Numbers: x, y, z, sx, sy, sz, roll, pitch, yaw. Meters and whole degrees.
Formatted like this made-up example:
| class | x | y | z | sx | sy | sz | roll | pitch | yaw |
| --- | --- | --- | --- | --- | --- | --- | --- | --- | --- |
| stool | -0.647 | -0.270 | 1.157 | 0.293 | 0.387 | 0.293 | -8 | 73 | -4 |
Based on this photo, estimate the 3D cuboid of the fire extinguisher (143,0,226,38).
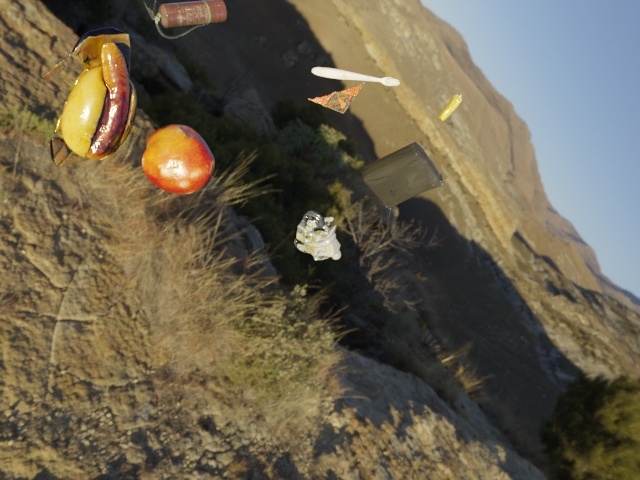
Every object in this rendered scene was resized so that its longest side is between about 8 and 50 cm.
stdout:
| class | x | y | z | sx | sy | sz | roll | pitch | yaw |
| --- | --- | --- | --- | --- | --- | --- | --- | --- | --- |
| fire extinguisher | -0.269 | -0.445 | 0.932 | 0.157 | 0.078 | 0.045 | -21 | 53 | -27 |

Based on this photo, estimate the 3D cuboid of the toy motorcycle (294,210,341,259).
| class | x | y | z | sx | sy | sz | roll | pitch | yaw |
| --- | --- | --- | --- | --- | --- | --- | --- | --- | --- |
| toy motorcycle | 0.000 | 0.000 | 1.381 | 0.152 | 0.225 | 0.073 | 32 | 60 | 3 |

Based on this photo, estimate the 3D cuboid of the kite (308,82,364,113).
| class | x | y | z | sx | sy | sz | roll | pitch | yaw |
| --- | --- | --- | --- | --- | --- | --- | --- | --- | --- |
| kite | 0.071 | -0.516 | 1.734 | 0.008 | 0.222 | 0.125 | 71 | 5 | -57 |

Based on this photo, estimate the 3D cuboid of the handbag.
| class | x | y | z | sx | sy | sz | roll | pitch | yaw |
| --- | --- | --- | --- | --- | --- | --- | --- | --- | --- |
| handbag | 0.295 | -0.220 | 1.683 | 0.223 | 0.247 | 0.080 | 42 | 37 | -38 |

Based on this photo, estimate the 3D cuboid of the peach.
| class | x | y | z | sx | sy | sz | roll | pitch | yaw |
| --- | --- | --- | --- | --- | --- | --- | --- | --- | --- |
| peach | -0.478 | -0.275 | 1.589 | 0.243 | 0.243 | 0.199 | 57 | -4 | -1 |

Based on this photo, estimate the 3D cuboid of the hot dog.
| class | x | y | z | sx | sy | sz | roll | pitch | yaw |
| --- | --- | --- | --- | --- | --- | --- | --- | --- | --- |
| hot dog | -0.502 | -0.302 | 1.058 | 0.107 | 0.326 | 0.194 | 34 | 34 | 21 |

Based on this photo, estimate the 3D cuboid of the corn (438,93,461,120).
| class | x | y | z | sx | sy | sz | roll | pitch | yaw |
| --- | --- | --- | --- | --- | --- | --- | --- | --- | --- |
| corn | 0.356 | -0.367 | 1.277 | 0.028 | 0.083 | 0.027 | 44 | 19 | 11 |

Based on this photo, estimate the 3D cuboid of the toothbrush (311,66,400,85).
| class | x | y | z | sx | sy | sz | roll | pitch | yaw |
| --- | --- | --- | --- | --- | --- | --- | --- | --- | --- |
| toothbrush | 0.105 | -0.455 | 1.296 | 0.307 | 0.025 | 0.029 | -6 | 23 | -35 |
